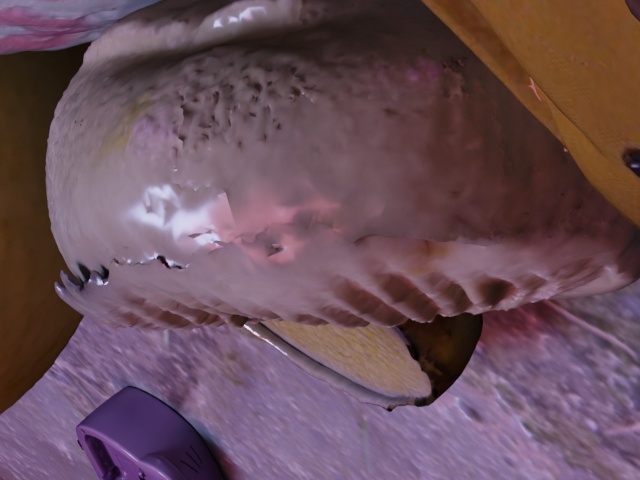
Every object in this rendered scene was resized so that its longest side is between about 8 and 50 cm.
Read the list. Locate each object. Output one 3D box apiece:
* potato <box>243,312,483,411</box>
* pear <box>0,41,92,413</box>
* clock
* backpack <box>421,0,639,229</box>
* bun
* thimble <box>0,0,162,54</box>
[{"bbox_3d":[0.000,0.000,0.839,0.200,0.081,0.164,22,154,39],"label":"potato"},{"bbox_3d":[-0.263,-0.048,0.836,0.348,0.348,0.348,31,150,20],"label":"pear"},{"bbox_3d":[-0.113,0.182,1.268,0.110,0.050,0.153,21,146,35],"label":"clock"},{"bbox_3d":[0.123,-0.129,0.367,0.378,0.201,0.353,54,155,-14],"label":"backpack"},{"bbox_3d":[0.016,-0.038,0.630,0.239,0.239,0.141,-9,84,56],"label":"bun"},{"bbox_3d":[-0.118,-0.165,0.644,0.211,0.185,0.149,43,155,-18],"label":"thimble"}]
